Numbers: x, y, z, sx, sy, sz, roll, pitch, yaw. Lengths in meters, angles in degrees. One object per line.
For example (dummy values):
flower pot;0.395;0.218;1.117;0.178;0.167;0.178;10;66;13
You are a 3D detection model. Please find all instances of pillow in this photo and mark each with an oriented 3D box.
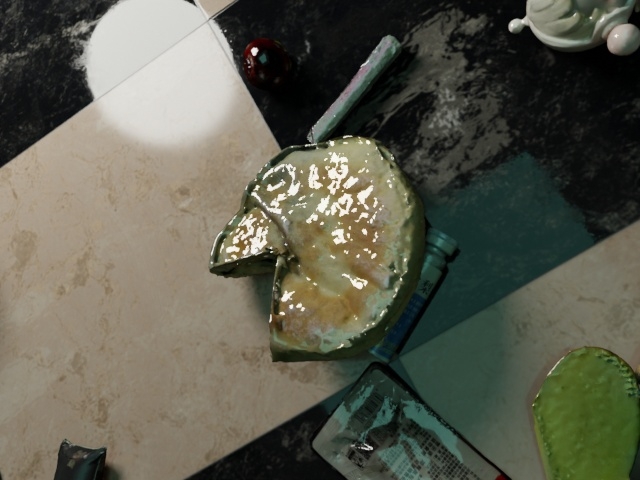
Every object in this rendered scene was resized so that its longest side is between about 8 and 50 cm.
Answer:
pillow;-0.369;0.382;0.815;0.090;0.048;0.150;2;74;9

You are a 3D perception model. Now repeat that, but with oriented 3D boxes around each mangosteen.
mangosteen;-0.083;-0.280;0.860;0.081;0.081;0.080;-4;77;16

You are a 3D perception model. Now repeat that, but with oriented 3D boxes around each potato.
potato;0.312;0.224;0.643;0.120;0.054;0.197;0;83;11

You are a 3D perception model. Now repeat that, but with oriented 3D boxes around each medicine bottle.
medicine bottle;0.119;0.074;0.734;0.051;0.051;0.191;32;89;20

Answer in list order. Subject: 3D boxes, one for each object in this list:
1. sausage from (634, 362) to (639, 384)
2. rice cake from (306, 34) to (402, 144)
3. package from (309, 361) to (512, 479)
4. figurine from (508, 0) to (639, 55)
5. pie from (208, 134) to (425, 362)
sausage;0.472;0.053;0.627;0.066;0.066;0.301;35;88;20
rice cake;0.050;-0.226;0.831;0.033;0.033;0.207;40;92;11
package;0.112;0.291;0.699;0.239;0.030;0.154;40;90;20
figurine;0.384;-0.326;0.706;0.257;0.144;0.181;1;99;15
pie;0.000;0.000;0.750;0.338;0.075;0.337;-9;64;19
